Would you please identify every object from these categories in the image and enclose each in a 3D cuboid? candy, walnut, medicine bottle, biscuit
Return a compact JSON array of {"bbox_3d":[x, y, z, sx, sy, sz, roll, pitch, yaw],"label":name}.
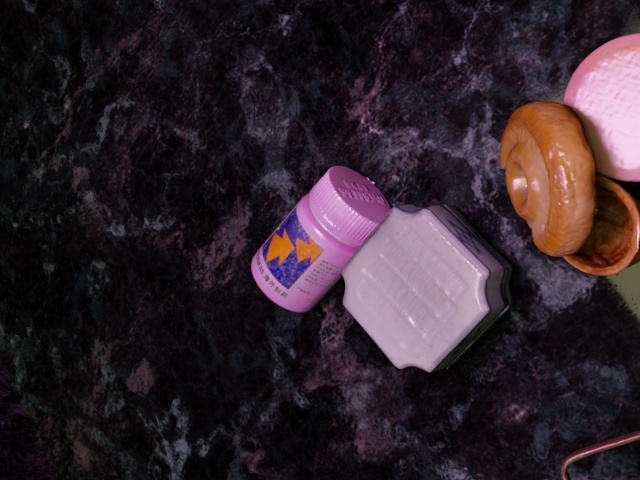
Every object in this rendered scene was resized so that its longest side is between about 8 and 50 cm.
[{"bbox_3d":[0.534,-0.213,1.239,0.255,0.094,0.255,4,98,34],"label":"candy"},{"bbox_3d":[0.491,-0.025,1.282,0.211,0.087,0.167,46,130,54],"label":"walnut"},{"bbox_3d":[0.000,0.000,1.583,0.178,0.178,0.290,52,121,19],"label":"medicine bottle"},{"bbox_3d":[0.380,-0.123,1.273,0.213,0.091,0.274,90,171,-49],"label":"biscuit"}]

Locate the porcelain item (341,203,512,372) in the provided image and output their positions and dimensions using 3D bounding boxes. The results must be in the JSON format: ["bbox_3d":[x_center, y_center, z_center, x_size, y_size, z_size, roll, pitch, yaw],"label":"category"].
[{"bbox_3d":[0.208,0.089,1.461,0.286,0.157,0.281,48,117,22],"label":"porcelain item"}]

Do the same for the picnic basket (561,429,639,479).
[{"bbox_3d":[0.569,0.409,1.165,0.321,0.291,0.254,-28,80,21],"label":"picnic basket"}]
